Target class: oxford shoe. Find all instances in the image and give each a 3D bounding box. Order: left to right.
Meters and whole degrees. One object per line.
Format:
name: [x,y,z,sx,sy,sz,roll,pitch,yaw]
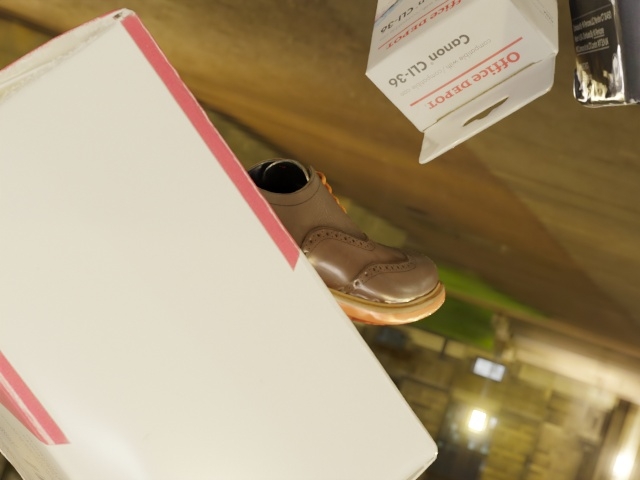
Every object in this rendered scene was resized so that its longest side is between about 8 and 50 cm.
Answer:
oxford shoe: [0.000,0.000,1.218,0.130,0.133,0.363,8,180,37]

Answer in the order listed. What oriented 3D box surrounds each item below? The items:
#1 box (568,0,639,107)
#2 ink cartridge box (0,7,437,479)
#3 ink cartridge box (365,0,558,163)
box: [0.281,-0.237,0.766,0.296,0.294,0.183,-8,-176,3]
ink cartridge box: [-0.102,0.033,0.600,0.207,0.117,0.283,55,162,-12]
ink cartridge box: [0.098,-0.154,0.953,0.115,0.198,0.067,-31,121,30]
